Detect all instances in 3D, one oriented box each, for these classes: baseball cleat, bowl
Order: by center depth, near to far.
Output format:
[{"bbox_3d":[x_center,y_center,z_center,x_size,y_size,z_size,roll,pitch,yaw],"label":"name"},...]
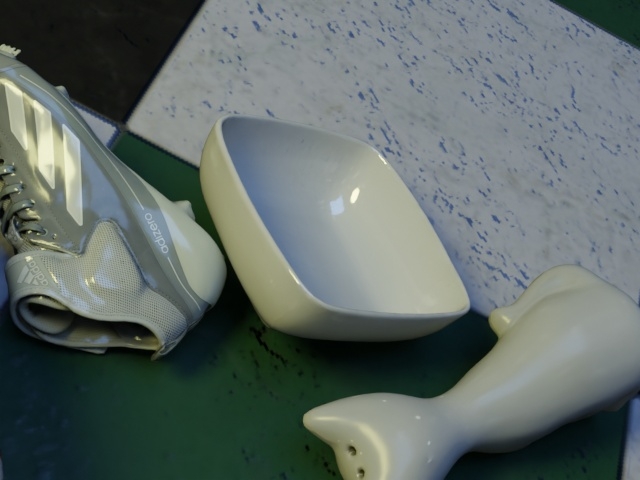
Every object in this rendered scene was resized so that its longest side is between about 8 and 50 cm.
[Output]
[{"bbox_3d":[-0.144,-0.021,0.569,0.206,0.072,0.109,36,47,3],"label":"baseball cleat"},{"bbox_3d":[0.000,0.000,0.620,0.142,0.053,0.142,6,47,-45],"label":"bowl"}]

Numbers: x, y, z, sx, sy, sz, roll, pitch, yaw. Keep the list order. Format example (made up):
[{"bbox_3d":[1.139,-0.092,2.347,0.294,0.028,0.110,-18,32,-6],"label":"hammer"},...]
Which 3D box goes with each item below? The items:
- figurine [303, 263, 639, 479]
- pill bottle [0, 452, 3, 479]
[{"bbox_3d":[0.116,0.135,0.577,0.209,0.092,0.215,-21,66,-33],"label":"figurine"},{"bbox_3d":[-0.214,0.018,0.468,0.124,0.124,0.222,-5,56,-30],"label":"pill bottle"}]
